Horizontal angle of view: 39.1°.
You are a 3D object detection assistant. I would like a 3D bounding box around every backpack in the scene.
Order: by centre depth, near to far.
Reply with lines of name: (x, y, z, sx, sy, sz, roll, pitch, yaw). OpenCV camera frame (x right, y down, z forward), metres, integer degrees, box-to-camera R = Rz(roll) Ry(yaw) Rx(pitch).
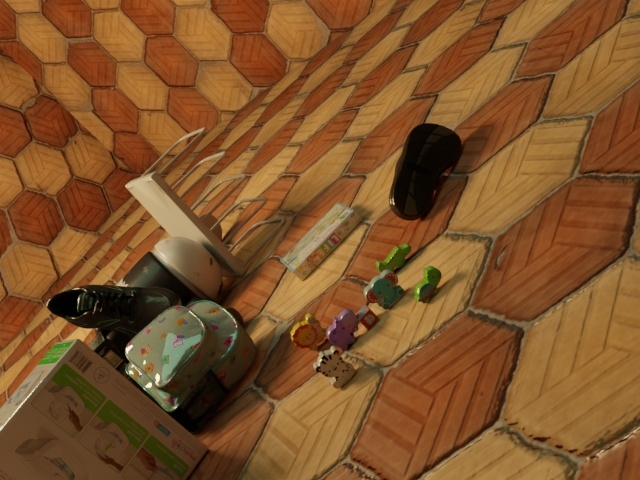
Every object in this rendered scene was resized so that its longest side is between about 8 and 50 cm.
backpack: (-0.207, 0.186, 1.458, 0.188, 0.144, 0.166, -41, 43, -19)

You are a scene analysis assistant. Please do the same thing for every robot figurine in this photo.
robot figurine: (-0.325, 0.122, 1.837, 0.278, 0.209, 0.173, -48, -12, -4)

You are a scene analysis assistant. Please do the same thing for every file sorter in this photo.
file sorter: (-0.238, -0.078, 1.926, 0.173, 0.277, 0.193, -47, 17, -20)

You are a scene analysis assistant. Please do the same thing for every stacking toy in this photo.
stacking toy: (0.060, 0.093, 1.251, 0.221, 0.052, 0.167, -44, 18, 0)

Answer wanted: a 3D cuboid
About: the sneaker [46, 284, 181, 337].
sneaker: (-0.390, 0.132, 1.696, 0.268, 0.106, 0.101, -2, 79, 21)

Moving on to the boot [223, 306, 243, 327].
boot: (-0.247, 0.206, 1.631, 0.213, 0.077, 0.165, -47, 18, -24)

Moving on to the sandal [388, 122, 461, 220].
sandal: (0.162, -0.109, 1.461, 0.219, 0.090, 0.060, -67, 5, -35)

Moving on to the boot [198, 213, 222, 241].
boot: (-0.325, 0.043, 2.123, 0.123, 0.095, 0.258, -24, 27, 33)

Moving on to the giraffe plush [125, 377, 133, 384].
giraffe plush: (-0.385, 0.327, 1.535, 0.170, 0.181, 0.210, -56, 1, 1)

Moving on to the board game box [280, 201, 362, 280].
board game box: (0.000, 0.000, 1.626, 0.154, 0.026, 0.103, -45, 18, -3)

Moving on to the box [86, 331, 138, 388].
box: (-0.422, 0.291, 1.704, 0.180, 0.147, 0.077, -48, 19, -9)

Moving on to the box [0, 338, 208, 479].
box: (-0.339, 0.312, 1.293, 0.231, 0.262, 0.127, -55, 20, -26)
